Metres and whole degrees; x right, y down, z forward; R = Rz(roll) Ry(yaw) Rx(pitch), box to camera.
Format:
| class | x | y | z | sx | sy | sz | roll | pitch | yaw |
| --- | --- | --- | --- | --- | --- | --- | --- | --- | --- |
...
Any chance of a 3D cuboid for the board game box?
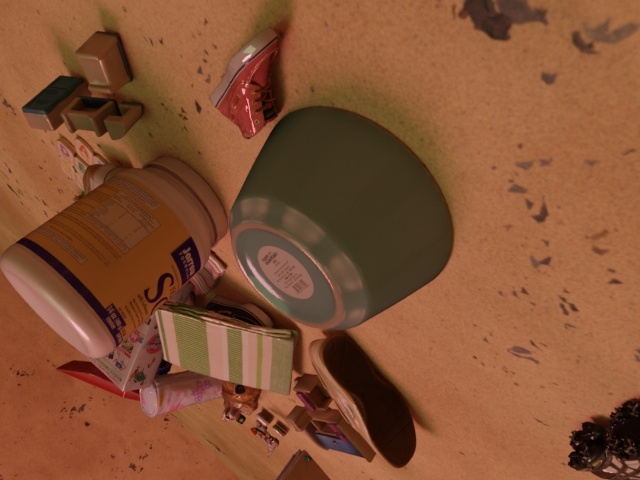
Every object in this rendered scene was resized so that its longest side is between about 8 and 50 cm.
| class | x | y | z | sx | sy | sz | roll | pitch | yaw |
| --- | --- | --- | --- | --- | --- | --- | --- | --- | --- |
| board game box | -0.488 | 0.195 | 1.283 | 0.224 | 0.304 | 0.097 | 28 | -173 | 28 |

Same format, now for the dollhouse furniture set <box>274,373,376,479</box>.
| class | x | y | z | sx | sy | sz | roll | pitch | yaw |
| --- | --- | --- | --- | --- | --- | --- | --- | --- | --- |
| dollhouse furniture set | -0.059 | 0.538 | 1.204 | 0.286 | 0.303 | 0.198 | 52 | 145 | -13 |

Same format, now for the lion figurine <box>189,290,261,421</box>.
| class | x | y | z | sx | sy | sz | roll | pitch | yaw |
| --- | --- | --- | --- | --- | --- | --- | --- | --- | --- |
| lion figurine | -0.277 | 0.319 | 1.372 | 0.392 | 0.142 | 0.240 | 62 | 153 | -3 |

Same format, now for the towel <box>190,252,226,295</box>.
| class | x | y | z | sx | sy | sz | roll | pitch | yaw |
| --- | --- | --- | --- | --- | --- | --- | --- | --- | --- |
| towel | -0.298 | 0.053 | 1.160 | 0.144 | 0.029 | 0.197 | 44 | 147 | -2 |

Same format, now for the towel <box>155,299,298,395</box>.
| class | x | y | z | sx | sy | sz | roll | pitch | yaw |
| --- | --- | --- | --- | --- | --- | --- | --- | --- | --- |
| towel | -0.219 | 0.253 | 1.156 | 0.324 | 0.038 | 0.248 | 12 | 133 | 4 |

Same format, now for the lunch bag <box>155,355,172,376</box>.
| class | x | y | z | sx | sy | sz | roll | pitch | yaw |
| --- | --- | --- | --- | --- | --- | --- | --- | --- | --- |
| lunch bag | -0.613 | 0.283 | 1.569 | 0.385 | 0.239 | 0.328 | 49 | 145 | 4 |

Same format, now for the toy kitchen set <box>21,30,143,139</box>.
| class | x | y | z | sx | sy | sz | roll | pitch | yaw |
| --- | --- | --- | --- | --- | --- | --- | --- | --- | --- |
| toy kitchen set | -0.413 | -0.284 | 0.856 | 0.207 | 0.122 | 0.166 | 10 | 138 | 12 |

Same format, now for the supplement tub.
| class | x | y | z | sx | sy | sz | roll | pitch | yaw |
| --- | --- | --- | --- | --- | --- | --- | --- | --- | --- |
| supplement tub | -0.356 | 0.018 | 0.904 | 0.241 | 0.331 | 0.241 | 28 | 145 | 22 |

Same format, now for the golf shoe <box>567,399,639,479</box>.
| class | x | y | z | sx | sy | sz | roll | pitch | yaw |
| --- | --- | --- | --- | --- | --- | --- | --- | --- | --- |
| golf shoe | 0.405 | 0.263 | 0.628 | 0.093 | 0.077 | 0.198 | 25 | 151 | 7 |

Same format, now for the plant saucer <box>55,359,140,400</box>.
| class | x | y | z | sx | sy | sz | roll | pitch | yaw |
| --- | --- | --- | --- | --- | --- | --- | --- | --- | --- |
| plant saucer | -0.642 | 0.433 | 1.529 | 0.258 | 0.048 | 0.259 | -9 | 141 | 41 |

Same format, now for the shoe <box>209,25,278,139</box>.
| class | x | y | z | sx | sy | sz | roll | pitch | yaw |
| --- | --- | --- | --- | --- | --- | --- | --- | --- | --- |
| shoe | -0.079 | -0.191 | 0.628 | 0.081 | 0.063 | 0.178 | 49 | 152 | -11 |

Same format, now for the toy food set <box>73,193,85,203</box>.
| class | x | y | z | sx | sy | sz | roll | pitch | yaw |
| --- | --- | --- | --- | --- | --- | --- | --- | --- | --- |
| toy food set | -0.621 | -0.052 | 1.320 | 0.217 | 0.071 | 0.128 | 2 | 132 | 53 |

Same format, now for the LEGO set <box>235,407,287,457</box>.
| class | x | y | z | sx | sy | sz | roll | pitch | yaw |
| --- | --- | --- | --- | --- | --- | --- | --- | --- | --- |
| LEGO set | -0.201 | 0.581 | 1.551 | 0.182 | 0.060 | 0.244 | 36 | 171 | 11 |

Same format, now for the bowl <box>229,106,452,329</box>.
| class | x | y | z | sx | sy | sz | roll | pitch | yaw |
| --- | --- | --- | --- | --- | --- | --- | --- | --- | --- |
| bowl | 0.000 | 0.000 | 0.665 | 0.311 | 0.163 | 0.312 | 27 | 143 | 22 |

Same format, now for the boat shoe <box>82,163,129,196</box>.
| class | x | y | z | sx | sy | sz | roll | pitch | yaw |
| --- | --- | --- | --- | --- | --- | --- | --- | --- | --- |
| boat shoe | -0.463 | -0.036 | 1.133 | 0.103 | 0.113 | 0.303 | 18 | 122 | 20 |

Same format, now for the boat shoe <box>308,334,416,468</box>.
| class | x | y | z | sx | sy | sz | roll | pitch | yaw |
| --- | --- | --- | --- | --- | --- | --- | --- | --- | --- |
| boat shoe | 0.082 | 0.319 | 0.996 | 0.302 | 0.109 | 0.098 | 54 | 151 | -7 |

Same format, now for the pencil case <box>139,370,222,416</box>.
| class | x | y | z | sx | sy | sz | roll | pitch | yaw |
| --- | --- | --- | --- | --- | --- | --- | --- | --- | --- |
| pencil case | -0.398 | 0.441 | 1.486 | 0.124 | 0.273 | 0.114 | -47 | 59 | 37 |

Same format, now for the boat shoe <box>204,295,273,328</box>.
| class | x | y | z | sx | sy | sz | roll | pitch | yaw |
| --- | --- | --- | --- | --- | --- | --- | --- | --- | --- |
| boat shoe | -0.201 | 0.190 | 1.173 | 0.219 | 0.070 | 0.078 | 6 | 132 | 43 |

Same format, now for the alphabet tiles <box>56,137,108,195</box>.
| class | x | y | z | sx | sy | sz | roll | pitch | yaw |
| --- | --- | --- | --- | --- | --- | --- | --- | --- | --- |
| alphabet tiles | -0.545 | -0.122 | 1.230 | 0.284 | 0.021 | 0.278 | 44 | 147 | -1 |
